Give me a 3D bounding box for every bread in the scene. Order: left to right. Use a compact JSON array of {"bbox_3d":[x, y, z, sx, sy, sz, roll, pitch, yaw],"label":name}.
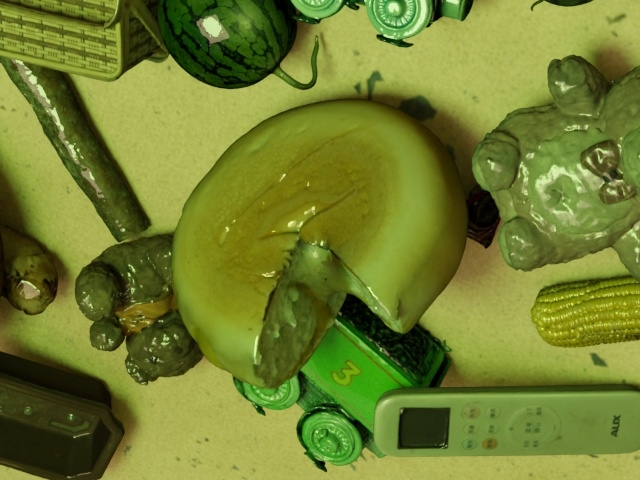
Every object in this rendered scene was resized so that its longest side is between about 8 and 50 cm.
[{"bbox_3d":[0.000,0.000,1.300,0.333,0.333,0.160,1,156,26],"label":"bread"}]

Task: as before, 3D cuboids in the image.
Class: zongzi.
[{"bbox_3d":[0.182,-0.037,1.318,0.067,0.073,0.083,43,167,-1],"label":"zongzi"}]

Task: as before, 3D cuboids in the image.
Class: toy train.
[{"bbox_3d":[0.020,0.146,1.450,0.243,0.132,0.188,40,122,-1],"label":"toy train"},{"bbox_3d":[0.057,-0.290,1.200,0.203,0.112,0.163,17,117,17],"label":"toy train"}]

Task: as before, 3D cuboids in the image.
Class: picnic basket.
[{"bbox_3d":[-0.270,-0.337,1.296,0.228,0.175,0.313,16,123,18],"label":"picnic basket"}]

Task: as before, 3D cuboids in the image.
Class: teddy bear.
[{"bbox_3d":[-0.209,0.087,1.534,0.140,0.177,0.190,37,150,64],"label":"teddy bear"},{"bbox_3d":[0.285,-0.072,1.180,0.267,0.151,0.236,-13,104,37],"label":"teddy bear"}]

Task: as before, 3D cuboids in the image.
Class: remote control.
[{"bbox_3d":[0.213,0.198,1.361,0.309,0.038,0.090,0,120,-2],"label":"remote control"}]

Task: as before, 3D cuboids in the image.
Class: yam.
[{"bbox_3d":[-0.301,-0.118,1.507,0.061,0.061,0.274,-19,107,33],"label":"yam"}]

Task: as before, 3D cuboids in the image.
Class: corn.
[{"bbox_3d":[0.320,0.072,1.291,0.203,0.072,0.072,-10,112,30],"label":"corn"}]

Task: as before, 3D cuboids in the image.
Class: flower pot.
[{"bbox_3d":[-0.400,0.234,1.697,0.251,0.084,0.179,20,128,-14],"label":"flower pot"}]

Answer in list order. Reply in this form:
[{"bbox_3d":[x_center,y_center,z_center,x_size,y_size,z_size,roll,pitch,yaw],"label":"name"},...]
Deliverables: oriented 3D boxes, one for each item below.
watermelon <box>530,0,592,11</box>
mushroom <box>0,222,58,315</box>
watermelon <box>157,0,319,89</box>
[{"bbox_3d":[0.226,-0.261,1.133,0.105,0.105,0.133,31,137,8],"label":"watermelon"},{"bbox_3d":[-0.534,0.007,1.604,0.345,0.239,0.345,0,89,25],"label":"mushroom"},{"bbox_3d":[-0.082,-0.220,1.290,0.187,0.141,0.141,42,127,-4],"label":"watermelon"}]
